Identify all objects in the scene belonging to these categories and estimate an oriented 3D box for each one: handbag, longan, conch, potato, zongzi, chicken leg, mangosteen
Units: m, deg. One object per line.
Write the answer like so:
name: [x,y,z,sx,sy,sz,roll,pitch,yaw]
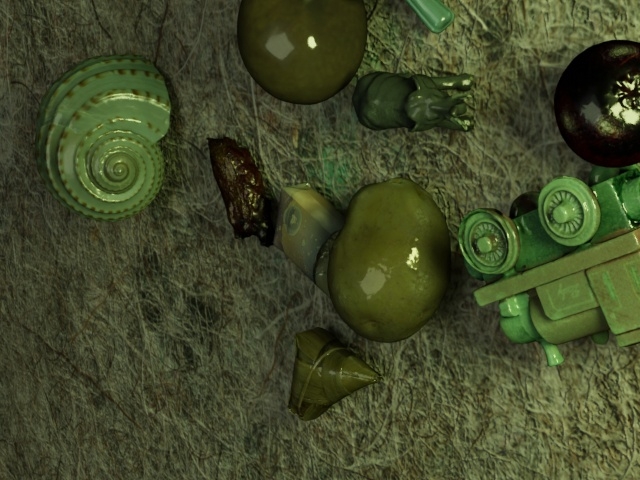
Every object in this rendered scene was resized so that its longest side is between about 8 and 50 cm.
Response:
handbag: [0.000,0.000,1.949,0.173,0.095,0.117,45,137,44]
longan: [-0.026,-0.302,1.814,0.196,0.196,0.220,-7,86,51]
conch: [-0.414,-0.195,2.297,0.319,0.215,0.303,25,108,43]
potato: [0.097,0.028,1.787,0.178,0.160,0.235,4,89,11]
zongzi: [0.025,0.238,1.991,0.176,0.078,0.160,31,127,38]
chicken leg: [-0.134,-0.086,2.102,0.105,0.063,0.234,-34,72,44]
mangosteen: [0.342,-0.156,1.463,0.152,0.152,0.152,17,112,47]

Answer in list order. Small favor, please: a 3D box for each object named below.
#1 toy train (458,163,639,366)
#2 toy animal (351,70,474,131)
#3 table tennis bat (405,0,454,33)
toy train: [0.310,0.032,1.546,0.304,0.150,0.221,-24,87,48]
toy animal: [0.144,-0.182,1.688,0.269,0.137,0.082,17,110,55]
table tennis bat: [0.089,-0.371,1.724,0.237,0.149,0.038,47,171,9]
